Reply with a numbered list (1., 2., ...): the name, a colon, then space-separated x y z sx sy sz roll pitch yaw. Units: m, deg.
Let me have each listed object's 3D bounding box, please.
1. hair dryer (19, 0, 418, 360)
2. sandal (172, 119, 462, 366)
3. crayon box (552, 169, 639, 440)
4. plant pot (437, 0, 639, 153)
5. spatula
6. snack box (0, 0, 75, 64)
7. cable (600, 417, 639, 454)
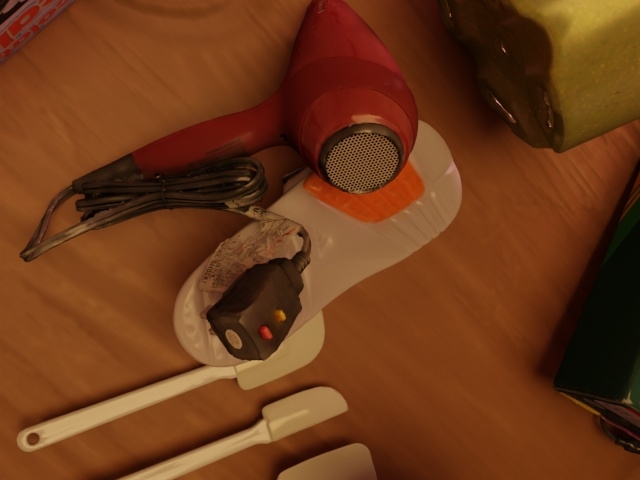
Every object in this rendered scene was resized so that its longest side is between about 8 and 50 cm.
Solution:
1. hair dryer: -0.048 -0.079 0.421 0.293 0.223 0.080 -52 148 -29
2. sandal: -0.005 -0.009 0.478 0.265 0.076 0.102 -33 107 -26
3. crayon box: 0.438 0.081 0.583 0.363 0.106 0.313 30 78 -10
4. plant pot: 0.231 -0.202 0.460 0.254 0.276 0.276 -31 104 4
5. spatula: -0.082 0.165 0.484 0.242 0.019 0.168 -18 94 -22
6. snack box: -0.184 -0.156 0.352 0.322 0.187 0.060 -46 107 -10
7. cable: 0.366 0.150 0.643 0.184 0.047 0.150 17 84 -15
